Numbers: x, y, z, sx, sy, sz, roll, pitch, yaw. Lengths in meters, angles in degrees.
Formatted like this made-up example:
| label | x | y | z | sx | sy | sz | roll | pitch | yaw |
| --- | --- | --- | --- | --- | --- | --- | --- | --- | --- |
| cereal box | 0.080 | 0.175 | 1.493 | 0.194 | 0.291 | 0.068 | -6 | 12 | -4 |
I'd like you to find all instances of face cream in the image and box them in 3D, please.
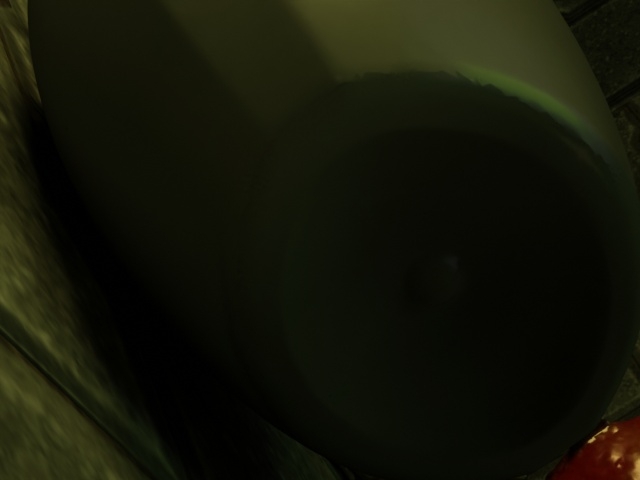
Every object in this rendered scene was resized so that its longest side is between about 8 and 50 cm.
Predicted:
| label | x | y | z | sx | sy | sz | roll | pitch | yaw |
| --- | --- | --- | --- | --- | --- | --- | --- | --- | --- |
| face cream | -0.006 | -0.064 | 0.733 | 0.312 | 0.219 | 0.357 | 51 | 4 | -36 |

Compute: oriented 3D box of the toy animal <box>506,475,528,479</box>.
| label | x | y | z | sx | sy | sz | roll | pitch | yaw |
| --- | --- | --- | --- | --- | --- | --- | --- | --- | --- |
| toy animal | 0.026 | 0.055 | 1.166 | 0.312 | 0.097 | 0.157 | 58 | -3 | -21 |

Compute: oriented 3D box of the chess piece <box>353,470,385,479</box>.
| label | x | y | z | sx | sy | sz | roll | pitch | yaw |
| --- | --- | --- | --- | --- | --- | --- | --- | --- | --- |
| chess piece | 0.045 | 0.144 | 0.969 | 0.172 | 0.060 | 0.060 | 54 | 5 | -22 |

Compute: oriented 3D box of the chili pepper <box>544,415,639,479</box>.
| label | x | y | z | sx | sy | sz | roll | pitch | yaw |
| --- | --- | --- | --- | --- | --- | --- | --- | --- | --- |
| chili pepper | 0.318 | 0.302 | 1.240 | 0.305 | 0.251 | 0.229 | 32 | -9 | 37 |
